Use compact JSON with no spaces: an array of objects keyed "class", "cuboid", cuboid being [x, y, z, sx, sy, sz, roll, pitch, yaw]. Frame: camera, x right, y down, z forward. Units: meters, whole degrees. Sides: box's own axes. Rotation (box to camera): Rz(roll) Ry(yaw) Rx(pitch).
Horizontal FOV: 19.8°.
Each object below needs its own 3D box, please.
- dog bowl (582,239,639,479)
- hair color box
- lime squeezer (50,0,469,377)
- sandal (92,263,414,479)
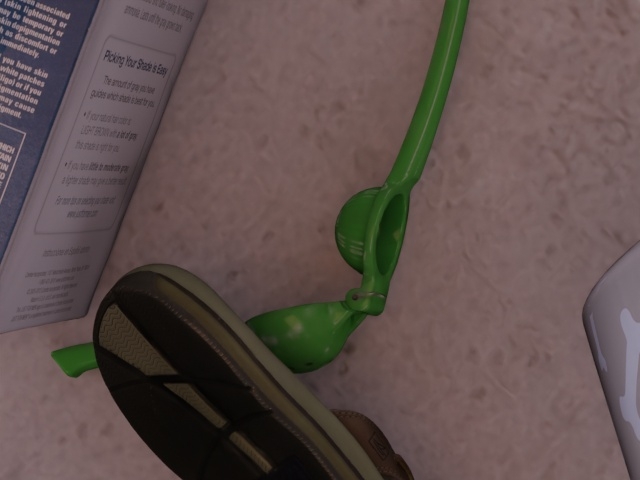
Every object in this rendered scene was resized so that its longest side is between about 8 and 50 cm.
[{"class":"dog bowl","cuboid":[0.271,0.001,0.800,0.349,0.349,0.102,-30,76,9]},{"class":"hair color box","cuboid":[-0.128,-0.132,0.930,0.105,0.174,0.347,23,95,9]},{"class":"lime squeezer","cuboid":[0.000,0.000,0.985,0.310,0.059,0.110,-44,55,9]},{"class":"sandal","cuboid":[0.004,0.128,0.954,0.120,0.086,0.302,-28,100,39]}]
